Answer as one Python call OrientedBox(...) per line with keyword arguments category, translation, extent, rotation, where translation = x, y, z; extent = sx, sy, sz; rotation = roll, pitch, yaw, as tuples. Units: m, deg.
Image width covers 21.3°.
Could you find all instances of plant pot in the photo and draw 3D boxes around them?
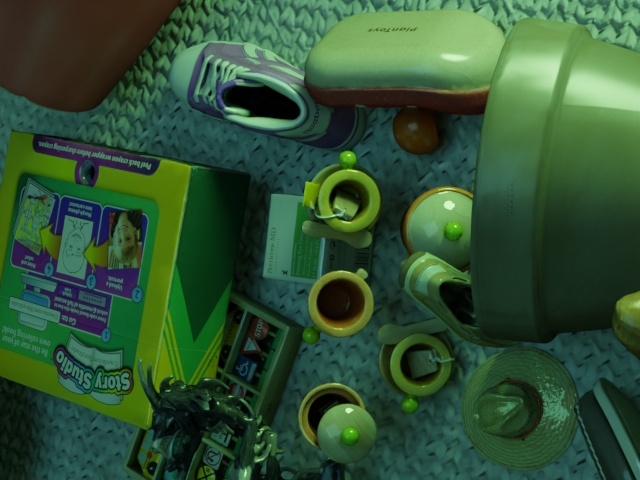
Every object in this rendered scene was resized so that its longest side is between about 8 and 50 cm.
OrientedBox(category="plant pot", translation=(0.315, -0.046, 1.644), extent=(0.280, 0.323, 0.323), rotation=(7, 90, 18))
OrientedBox(category="plant pot", translation=(-0.309, -0.310, 2.099), extent=(0.275, 0.275, 0.243), rotation=(45, 119, 28))

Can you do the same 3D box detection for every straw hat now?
OrientedBox(category="straw hat", translation=(0.200, 0.182, 1.825), extent=(0.144, 0.061, 0.144), rotation=(-3, 84, 34))

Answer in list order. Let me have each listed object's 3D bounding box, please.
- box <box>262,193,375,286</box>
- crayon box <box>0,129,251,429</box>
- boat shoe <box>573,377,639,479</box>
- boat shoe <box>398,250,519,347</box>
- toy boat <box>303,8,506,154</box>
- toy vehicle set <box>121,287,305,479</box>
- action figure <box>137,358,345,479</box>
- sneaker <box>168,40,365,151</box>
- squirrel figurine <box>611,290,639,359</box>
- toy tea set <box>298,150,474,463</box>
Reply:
OrientedBox(category="box", translation=(0.000, 0.000, 1.948), extent=(0.087, 0.102, 0.101), rotation=(6, 91, 36))
OrientedBox(category="crayon box", translation=(-0.265, 0.043, 2.093), extent=(0.363, 0.106, 0.313), rotation=(13, 95, 44))
OrientedBox(category="boat shoe", translation=(0.332, 0.295, 1.699), extent=(0.096, 0.116, 0.324), rotation=(-35, 74, 23))
OrientedBox(category="boat shoe", translation=(0.162, 0.075, 1.778), extent=(0.072, 0.190, 0.068), rotation=(30, 93, 49))
OrientedBox(category="toy boat", translation=(0.103, -0.165, 1.886), extent=(0.231, 0.151, 0.151), rotation=(3, 123, 28))
OrientedBox(category="toy vehicle set", translation=(-0.133, 0.193, 2.061), extent=(0.166, 0.035, 0.267), rotation=(25, 100, 33))
OrientedBox(category="action figure", translation=(-0.102, 0.241, 1.889), extent=(0.141, 0.275, 0.164), rotation=(-64, 18, -14))
OrientedBox(category="sneaker", translation=(-0.098, -0.183, 1.995), extent=(0.282, 0.161, 0.102), rotation=(17, 97, 35))
OrientedBox(category="squirrel figurine", translation=(0.493, 0.199, 1.443), extent=(0.370, 0.397, 0.281), rotation=(-125, 22, -53))
OrientedBox(category="toy tea set", translation=(0.072, 0.076, 1.832), extent=(0.200, 0.124, 0.336), rotation=(6, 91, -8))
